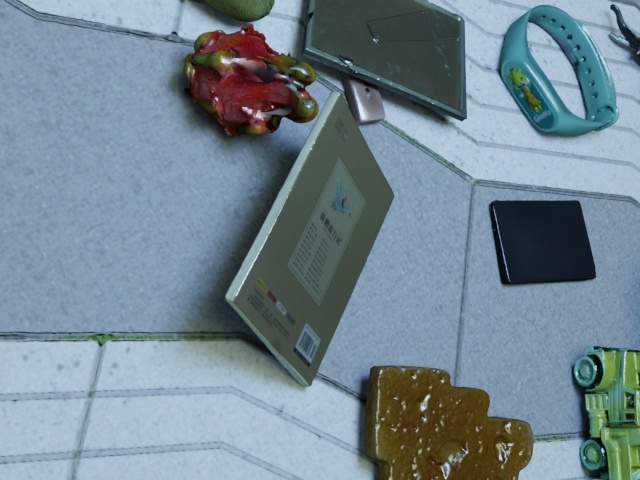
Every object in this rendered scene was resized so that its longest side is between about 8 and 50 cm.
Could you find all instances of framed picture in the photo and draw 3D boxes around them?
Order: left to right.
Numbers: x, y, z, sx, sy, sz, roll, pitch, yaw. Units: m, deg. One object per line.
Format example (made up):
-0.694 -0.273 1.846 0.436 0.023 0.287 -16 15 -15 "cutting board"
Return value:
0.103 -0.307 1.224 0.281 0.019 0.209 19 58 -23 "framed picture"

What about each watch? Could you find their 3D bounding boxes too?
0.398 -0.274 1.375 0.195 0.068 0.237 -36 92 -33 "watch"

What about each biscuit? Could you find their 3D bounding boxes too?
0.160 0.281 1.103 0.278 0.043 0.301 -38 99 -29 "biscuit"

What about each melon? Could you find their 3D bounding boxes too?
-0.126 -0.357 1.087 0.162 0.099 0.099 46 60 -15 "melon"

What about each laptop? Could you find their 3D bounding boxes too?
0.352 0.001 1.304 0.197 0.016 0.135 0 76 -30 "laptop"

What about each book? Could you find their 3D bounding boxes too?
0.000 0.000 1.038 0.310 0.021 0.217 -65 144 -26 "book"

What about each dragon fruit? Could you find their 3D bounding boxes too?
-0.083 -0.196 1.048 0.133 0.207 0.150 -53 147 -15 "dragon fruit"

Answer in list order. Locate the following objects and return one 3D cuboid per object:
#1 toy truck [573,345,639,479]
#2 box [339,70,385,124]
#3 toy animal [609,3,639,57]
0.472 0.284 1.225 0.128 0.135 0.260 7 70 -28 "toy truck"
0.058 -0.225 1.195 0.048 0.025 0.115 -10 82 -32 "box"
0.625 -0.315 1.500 0.269 0.082 0.137 24 64 -17 "toy animal"
